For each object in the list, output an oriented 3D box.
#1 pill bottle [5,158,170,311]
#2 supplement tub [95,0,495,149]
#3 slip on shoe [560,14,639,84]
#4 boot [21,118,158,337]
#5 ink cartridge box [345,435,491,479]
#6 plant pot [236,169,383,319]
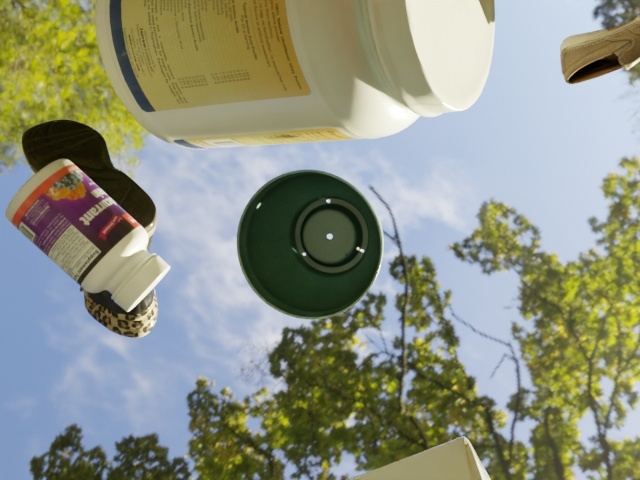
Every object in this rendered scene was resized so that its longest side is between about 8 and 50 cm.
[{"bbox_3d":[-0.289,-0.002,0.946,0.193,0.108,0.108,43,-138,-4],"label":"pill bottle"},{"bbox_3d":[-0.022,-0.204,0.687,0.228,0.316,0.228,-3,-86,-58],"label":"supplement tub"},{"bbox_3d":[0.288,-0.179,0.693,0.051,0.135,0.041,26,-112,-45],"label":"slip on shoe"},{"bbox_3d":[-0.403,-0.024,1.328,0.138,0.284,0.377,-28,-130,-32],"label":"boot"},{"bbox_3d":[-0.008,0.337,0.543,0.279,0.385,0.160,59,-166,-35],"label":"ink cartridge box"},{"bbox_3d":[0.000,0.000,1.529,0.293,0.293,0.196,43,-166,7],"label":"plant pot"}]
